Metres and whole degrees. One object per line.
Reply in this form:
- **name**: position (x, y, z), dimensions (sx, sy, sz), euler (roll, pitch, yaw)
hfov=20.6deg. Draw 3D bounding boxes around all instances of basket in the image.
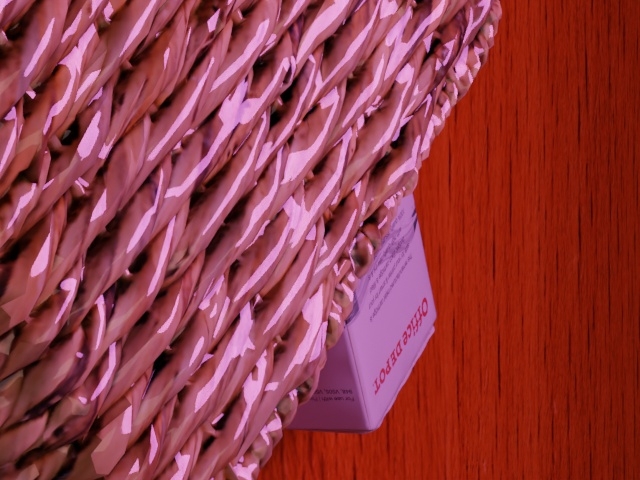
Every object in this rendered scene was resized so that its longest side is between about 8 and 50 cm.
- **basket**: position (-0.106, -0.068, 0.511), dimensions (0.299, 0.213, 0.223), euler (-61, 141, -38)

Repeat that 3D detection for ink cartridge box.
- **ink cartridge box**: position (0.000, 0.000, 1.138), dimensions (0.153, 0.087, 0.208), euler (-53, 135, -55)
